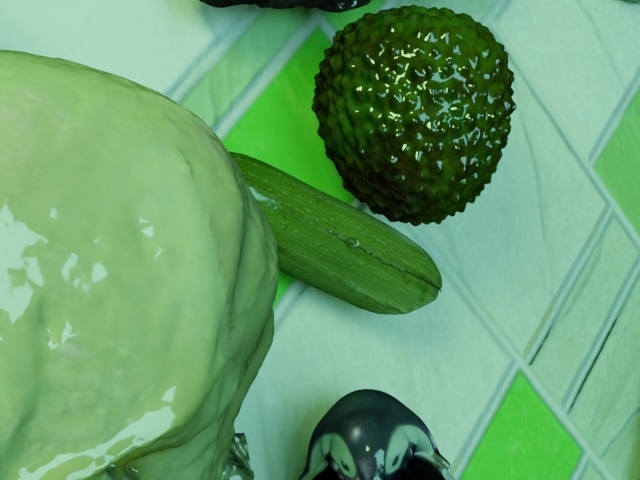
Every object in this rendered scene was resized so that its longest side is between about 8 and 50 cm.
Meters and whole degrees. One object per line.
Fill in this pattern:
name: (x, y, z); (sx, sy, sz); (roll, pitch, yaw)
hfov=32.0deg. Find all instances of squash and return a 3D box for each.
squash: (0.000, 0.000, 0.830); (0.239, 0.069, 0.069); (26, 69, -32)

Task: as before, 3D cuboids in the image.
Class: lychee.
lychee: (0.073, -0.094, 0.842); (0.171, 0.171, 0.171); (5, 81, -39)

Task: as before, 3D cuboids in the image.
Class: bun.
bun: (-0.152, 0.094, 0.540); (0.361, 0.213, 0.361); (-36, 145, -30)

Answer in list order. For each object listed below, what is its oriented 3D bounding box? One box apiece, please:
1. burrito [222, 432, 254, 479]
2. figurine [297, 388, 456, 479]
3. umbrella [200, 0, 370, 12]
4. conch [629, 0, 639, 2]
burrito: (-0.097, 0.208, 0.740); (0.058, 0.045, 0.188); (35, 64, -19)
figurine: (0.049, 0.219, 0.814); (0.145, 0.145, 0.222); (-15, 104, -39)
umbrella: (0.027, -0.228, 0.869); (0.326, 0.094, 0.090); (-19, 141, -41)
conch: (0.352, -0.304, 1.168); (0.065, 0.088, 0.180); (34, 63, 17)
